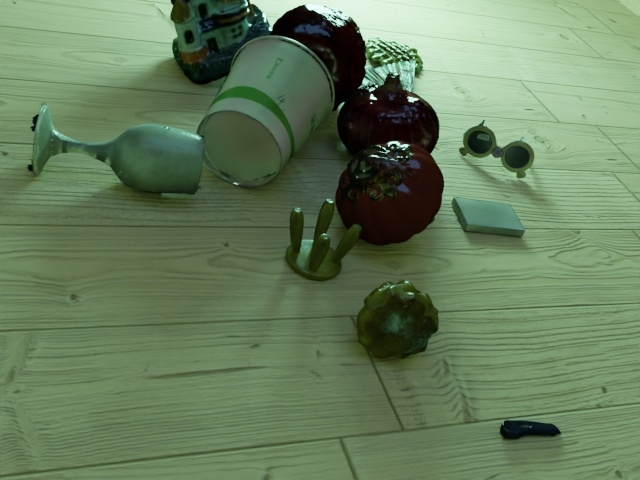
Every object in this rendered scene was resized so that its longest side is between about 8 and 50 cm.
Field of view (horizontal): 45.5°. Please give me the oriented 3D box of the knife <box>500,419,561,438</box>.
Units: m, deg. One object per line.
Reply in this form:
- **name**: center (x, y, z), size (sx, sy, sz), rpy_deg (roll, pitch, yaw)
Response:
- **knife**: center (0.350, 0.314, 1.267), size (0.121, 0.018, 0.031), rpy_deg (6, 32, -19)

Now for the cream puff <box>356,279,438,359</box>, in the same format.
- **cream puff**: center (0.131, 0.129, 1.324), size (0.146, 0.146, 0.116), rpy_deg (14, 17, -6)

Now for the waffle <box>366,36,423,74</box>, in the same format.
- **waffle**: center (0.223, -0.557, 2.299), size (0.184, 0.036, 0.169), rpy_deg (10, 39, -11)

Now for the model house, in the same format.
- **model house**: center (-0.261, -0.568, 1.851), size (0.253, 0.291, 0.184), rpy_deg (-23, 40, -10)

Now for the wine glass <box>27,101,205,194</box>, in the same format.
- **wine glass**: center (-0.382, -0.167, 1.455), size (0.321, 0.143, 0.143), rpy_deg (10, 38, -13)

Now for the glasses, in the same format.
- **glasses**: center (0.476, -0.274, 2.009), size (0.190, 0.088, 0.220), rpy_deg (23, 37, 5)

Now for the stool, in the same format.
- **stool**: center (0.000, 0.000, 1.434), size (0.135, 0.110, 0.134), rpy_deg (15, 38, -4)

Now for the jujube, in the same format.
- **jujube**: center (-0.001, -0.435, 1.844), size (0.258, 0.258, 0.377), rpy_deg (29, 20, 13)

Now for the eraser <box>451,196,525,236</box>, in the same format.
- **eraser**: center (0.381, -0.055, 1.743), size (0.150, 0.023, 0.103), rpy_deg (6, 39, -18)

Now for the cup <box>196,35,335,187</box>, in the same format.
- **cup**: center (-0.123, -0.261, 1.621), size (0.253, 0.253, 0.274), rpy_deg (21, 46, 3)

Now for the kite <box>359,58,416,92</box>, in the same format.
- **kite**: center (0.170, -0.460, 2.157), size (0.323, 0.013, 0.267), rpy_deg (-21, 56, -32)

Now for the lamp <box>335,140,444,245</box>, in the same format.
- **lamp**: center (0.135, -0.101, 1.535), size (0.227, 0.226, 0.227), rpy_deg (12, 37, -9)

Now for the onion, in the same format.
- **onion**: center (0.163, -0.286, 1.780), size (0.252, 0.219, 0.252), rpy_deg (7, 32, -4)
